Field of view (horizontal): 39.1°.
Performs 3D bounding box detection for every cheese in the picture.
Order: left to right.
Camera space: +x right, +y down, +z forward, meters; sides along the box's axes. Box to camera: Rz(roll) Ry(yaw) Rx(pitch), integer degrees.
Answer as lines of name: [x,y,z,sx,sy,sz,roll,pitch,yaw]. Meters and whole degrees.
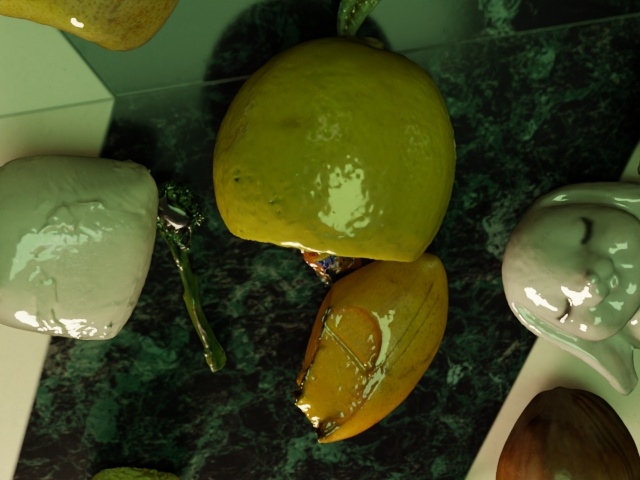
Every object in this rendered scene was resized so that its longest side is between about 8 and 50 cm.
cheese: [-0.274,0.002,0.923,0.189,0.154,0.198,5,112,-33]

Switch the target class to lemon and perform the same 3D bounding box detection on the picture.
lemon: [0.018,-0.095,0.894,0.241,0.240,0.219,10,93,-15]

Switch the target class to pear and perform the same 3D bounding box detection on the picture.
pear: [-0.198,-0.281,0.769,0.188,0.228,0.211,29,103,18]

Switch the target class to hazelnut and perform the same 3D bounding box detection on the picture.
hazelnut: [0.317,0.301,1.185,0.210,0.210,0.186,19,134,-19]

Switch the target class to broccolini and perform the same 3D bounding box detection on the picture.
broccolini: [-0.149,0.039,1.043,0.057,0.071,0.254,-44,134,-36]

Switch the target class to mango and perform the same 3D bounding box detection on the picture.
mango: [0.059,0.117,1.064,0.154,0.126,0.252,33,100,-12]

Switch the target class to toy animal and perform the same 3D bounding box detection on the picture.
toy animal: [0.340,0.047,1.054,0.265,0.206,0.271,11,98,-7]

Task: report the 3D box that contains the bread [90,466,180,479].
bread: [-0.235,0.356,1.134,0.129,0.114,0.111,4,122,-9]

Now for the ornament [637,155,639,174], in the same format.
ornament: [0.421,-0.136,0.997,0.180,0.059,0.201,-44,80,19]

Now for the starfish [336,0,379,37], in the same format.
starfish: [0.098,-0.323,0.861,0.358,0.078,0.347,8,137,-41]

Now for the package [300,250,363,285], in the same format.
package: [0.001,0.000,1.044,0.077,0.033,0.110,-25,114,13]
